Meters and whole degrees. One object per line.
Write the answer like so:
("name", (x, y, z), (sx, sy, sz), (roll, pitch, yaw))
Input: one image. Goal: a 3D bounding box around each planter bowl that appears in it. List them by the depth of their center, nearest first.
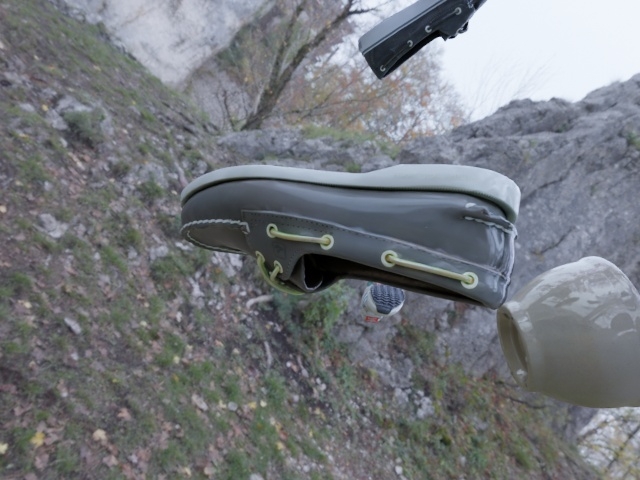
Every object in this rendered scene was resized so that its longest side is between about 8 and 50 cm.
("planter bowl", (0.261, 0.106, 0.494), (0.162, 0.109, 0.162), (-12, 90, -85))

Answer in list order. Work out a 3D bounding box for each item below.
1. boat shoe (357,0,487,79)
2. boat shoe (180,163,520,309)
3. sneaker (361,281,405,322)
("boat shoe", (0.100, -0.185, 0.378), (0.040, 0.142, 0.049), (63, 22, -7))
("boat shoe", (-0.002, -0.002, 0.377), (0.305, 0.091, 0.109), (2, -19, 26))
("sneaker", (0.096, 0.106, 0.733), (0.057, 0.075, 0.161), (14, 12, 1))
